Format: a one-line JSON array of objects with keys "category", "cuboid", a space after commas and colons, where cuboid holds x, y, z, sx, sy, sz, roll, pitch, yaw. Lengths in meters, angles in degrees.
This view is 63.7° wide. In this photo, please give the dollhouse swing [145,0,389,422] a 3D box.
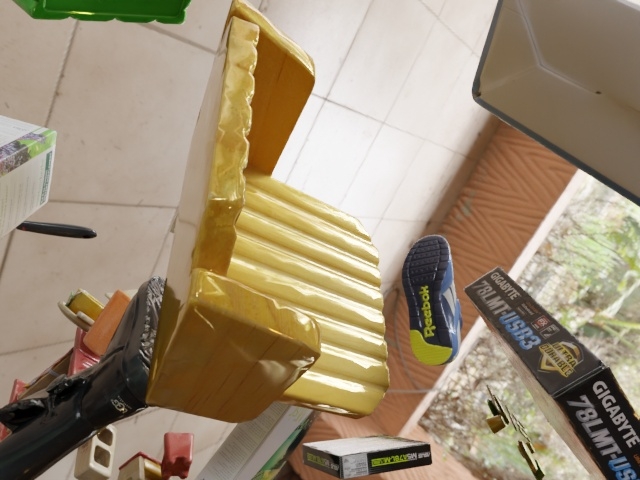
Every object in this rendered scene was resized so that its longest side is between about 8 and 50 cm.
[{"category": "dollhouse swing", "cuboid": [0.000, 0.000, 0.568, 0.304, 0.347, 0.315, 14, 143, -19]}]

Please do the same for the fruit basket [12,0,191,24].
[{"category": "fruit basket", "cuboid": [-0.419, -0.591, 0.910, 0.392, 0.392, 0.283, -26, 163, -44]}]

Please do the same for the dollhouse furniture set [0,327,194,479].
[{"category": "dollhouse furniture set", "cuboid": [-0.399, 0.361, 1.020, 0.201, 0.152, 0.374, -37, 123, 9]}]

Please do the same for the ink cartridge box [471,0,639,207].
[{"category": "ink cartridge box", "cuboid": [0.400, -0.189, 0.537, 0.395, 0.270, 0.151, -22, 142, -27]}]

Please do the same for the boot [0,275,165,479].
[{"category": "boot", "cuboid": [-0.273, 0.157, 0.629, 0.207, 0.246, 0.094, -30, 113, 3]}]

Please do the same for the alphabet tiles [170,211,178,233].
[{"category": "alphabet tiles", "cuboid": [-0.253, -0.062, 1.277, 0.009, 0.198, 0.237, 82, 28, -82]}]

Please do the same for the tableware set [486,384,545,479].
[{"category": "tableware set", "cuboid": [0.281, 0.289, 0.757, 0.024, 0.104, 0.154, -32, 125, 17]}]

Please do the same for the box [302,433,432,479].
[{"category": "box", "cuboid": [0.084, 0.407, 0.984, 0.190, 0.045, 0.184, 2, 163, -24]}]

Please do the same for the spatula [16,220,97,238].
[{"category": "spatula", "cuboid": [-0.532, -0.039, 0.864, 0.296, 0.031, 0.084, 15, 149, -22]}]

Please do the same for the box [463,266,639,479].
[{"category": "box", "cuboid": [0.327, 0.208, 0.673, 0.073, 0.293, 0.295, -35, -166, 8]}]

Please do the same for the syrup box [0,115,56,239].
[{"category": "syrup box", "cuboid": [-0.346, -0.046, 0.480, 0.237, 0.096, 0.093, -97, -155, -65]}]

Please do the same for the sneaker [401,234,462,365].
[{"category": "sneaker", "cuboid": [0.121, 0.065, 0.551, 0.059, 0.053, 0.144, 35, 52, -50]}]

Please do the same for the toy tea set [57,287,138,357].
[{"category": "toy tea set", "cuboid": [-0.308, 0.132, 0.855, 0.124, 0.336, 0.200, -51, 129, -17]}]

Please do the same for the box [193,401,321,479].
[{"category": "box", "cuboid": [-0.057, 0.300, 0.890, 0.322, 0.058, 0.232, -51, 157, -10]}]
